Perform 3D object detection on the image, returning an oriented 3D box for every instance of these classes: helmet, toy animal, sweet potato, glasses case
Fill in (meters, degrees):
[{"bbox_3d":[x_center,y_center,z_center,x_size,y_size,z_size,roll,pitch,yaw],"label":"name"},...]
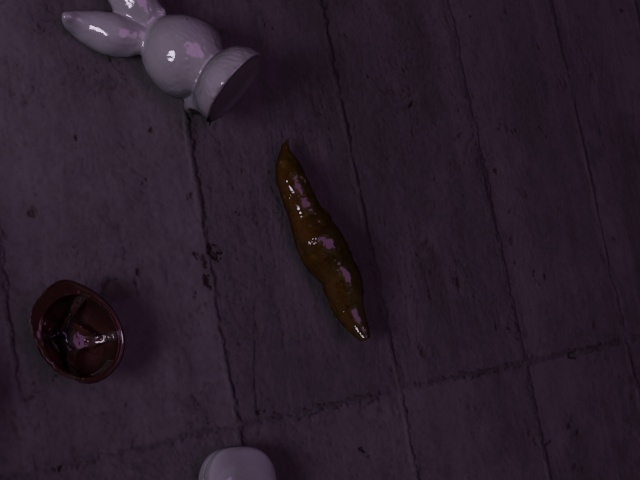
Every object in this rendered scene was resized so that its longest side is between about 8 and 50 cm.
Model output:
[{"bbox_3d":[-0.261,0.096,0.998,0.089,0.057,0.111,-46,111,-32],"label":"helmet"},{"bbox_3d":[-0.186,-0.232,1.136,0.221,0.131,0.104,33,92,4],"label":"toy animal"},{"bbox_3d":[0.000,0.000,1.215,0.067,0.067,0.274,-23,90,-38],"label":"sweet potato"},{"bbox_3d":[-0.090,0.344,1.055,0.092,0.059,0.233,11,72,-35],"label":"glasses case"}]
